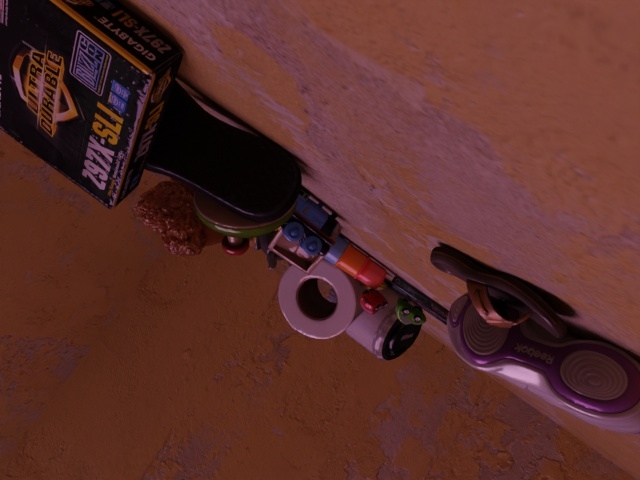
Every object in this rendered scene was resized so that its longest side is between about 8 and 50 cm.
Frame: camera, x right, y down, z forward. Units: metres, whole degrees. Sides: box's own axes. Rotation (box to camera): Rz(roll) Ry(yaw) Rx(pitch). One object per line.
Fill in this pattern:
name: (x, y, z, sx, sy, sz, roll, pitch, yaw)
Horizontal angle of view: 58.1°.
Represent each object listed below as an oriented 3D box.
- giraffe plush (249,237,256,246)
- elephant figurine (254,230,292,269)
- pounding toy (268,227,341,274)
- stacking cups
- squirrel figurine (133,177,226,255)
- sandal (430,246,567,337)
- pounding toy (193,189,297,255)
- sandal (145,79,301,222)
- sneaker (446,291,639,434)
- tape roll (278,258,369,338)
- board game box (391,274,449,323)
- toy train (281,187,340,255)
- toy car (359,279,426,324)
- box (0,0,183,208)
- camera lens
giraffe plush: (-0.247, -0.104, 2.208, 0.170, 0.181, 0.210, 50, -155, -28)
elephant figurine: (-0.110, -0.008, 1.692, 0.169, 0.186, 0.239, 61, 167, 8)
pounding toy: (-0.045, -0.042, 1.395, 0.181, 0.094, 0.206, 34, 141, -4)
stacking cups: (0.035, 0.016, 1.529, 0.316, 0.096, 0.096, 32, 176, 2)
squirrel figurine: (-0.492, -0.154, 2.126, 0.281, 0.371, 0.397, 0, -157, 19)
sandal: (0.216, 0.073, 0.741, 0.219, 0.060, 0.090, 32, 175, 45)
pounding toy: (-0.144, -0.059, 1.064, 0.237, 0.182, 0.110, -123, 26, -43)
sandal: (-0.233, -0.165, 1.009, 0.445, 0.168, 0.107, 34, 172, 13)
sneaker: (0.296, 0.168, 0.780, 0.152, 0.114, 0.305, 41, 174, -38)
tape roll: (0.017, 0.153, 1.733, 0.246, 0.246, 0.169, 35, -158, 11)
board game box: (0.275, 0.163, 1.563, 0.186, 0.026, 0.126, 35, 176, 13)
toy train: (-0.040, -0.047, 1.219, 0.184, 0.105, 0.080, 37, -179, -12)
toy car: (0.196, 0.177, 1.617, 0.225, 0.053, 0.239, 34, -158, -10)
box: (-0.363, -0.224, 0.851, 0.257, 0.079, 0.322, 36, 139, -5)
camera lens: (0.181, 0.241, 1.889, 0.274, 0.219, 0.219, 34, 175, 36)
